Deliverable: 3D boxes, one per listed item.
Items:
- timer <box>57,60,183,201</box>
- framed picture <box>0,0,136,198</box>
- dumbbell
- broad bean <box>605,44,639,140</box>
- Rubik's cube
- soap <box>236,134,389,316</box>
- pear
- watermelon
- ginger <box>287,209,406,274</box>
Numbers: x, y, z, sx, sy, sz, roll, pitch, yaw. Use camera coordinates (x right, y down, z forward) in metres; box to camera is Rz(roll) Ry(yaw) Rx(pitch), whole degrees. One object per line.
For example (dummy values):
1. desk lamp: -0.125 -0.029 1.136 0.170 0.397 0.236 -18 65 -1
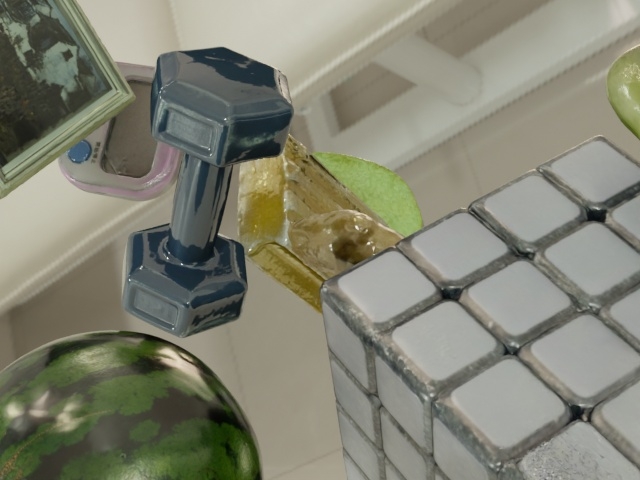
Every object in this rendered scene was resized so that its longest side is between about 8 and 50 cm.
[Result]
1. timer: -0.295 -0.165 1.642 0.191 0.069 0.208 10 77 10
2. framed picture: -0.357 -0.228 1.217 0.019 0.296 0.232 -5 33 47
3. dumbbell: -0.129 -0.050 1.177 0.143 0.156 0.316 45 135 34
4. broad bean: 0.327 -0.108 0.926 0.082 0.124 0.174 100 155 -52
5. Rubik's cube: 0.235 0.167 1.003 0.344 0.337 0.344 45 153 40
6. soap: 0.000 0.000 1.428 0.089 0.274 0.173 -17 55 26
7. pear: 0.067 -0.022 2.044 0.159 0.293 0.292 127 136 -62
8. watermelon: -0.185 0.221 0.926 0.285 0.285 0.285 -9 75 37
9. ginger: 0.051 0.020 1.153 0.190 0.069 0.095 33 119 10
